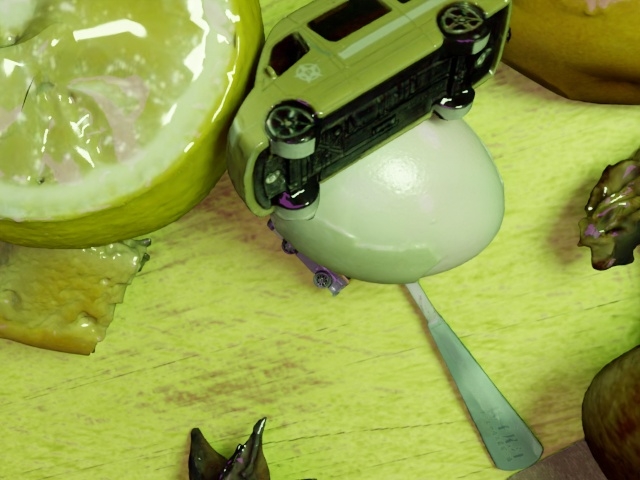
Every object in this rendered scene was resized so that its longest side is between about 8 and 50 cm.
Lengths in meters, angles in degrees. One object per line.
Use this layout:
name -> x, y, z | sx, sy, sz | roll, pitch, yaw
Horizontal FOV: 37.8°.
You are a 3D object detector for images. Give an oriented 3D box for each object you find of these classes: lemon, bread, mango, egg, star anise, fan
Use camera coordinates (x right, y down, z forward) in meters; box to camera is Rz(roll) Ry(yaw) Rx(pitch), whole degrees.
lemon -> -0.216, -0.158, 0.798 | 0.364, 0.364, 0.364 | 4, 109, 11
bread -> -0.324, 0.009, 0.969 | 0.262, 0.162, 0.204 | 41, 124, 12
mango -> 0.233, -0.198, 0.770 | 0.236, 0.166, 0.136 | 0, 80, 23
egg -> 0.065, -0.051, 0.848 | 0.217, 0.183, 0.183 | 9, 111, -9
star anise -> -0.093, 0.324, 1.009 | 0.272, 0.102, 0.272 | 10, 105, 41
fan -> 0.149, 0.122, 0.972 | 0.057, 0.023, 0.282 | -26, 102, 21

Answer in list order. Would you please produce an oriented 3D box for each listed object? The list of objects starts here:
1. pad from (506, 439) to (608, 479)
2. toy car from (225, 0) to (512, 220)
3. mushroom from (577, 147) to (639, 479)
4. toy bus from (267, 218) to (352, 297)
pad -> 0.331, 0.329, 1.007 | 0.176, 0.002, 0.266 | -33, 98, 19
toy car -> 0.024, -0.127, 0.724 | 0.124, 0.256, 0.101 | 48, 159, 26
mushroom -> 0.381, 0.116, 0.831 | 0.334, 0.356, 0.331 | 27, 115, -38
toy bus -> 0.000, 0.000, 0.947 | 0.058, 0.052, 0.102 | -40, 97, 22
